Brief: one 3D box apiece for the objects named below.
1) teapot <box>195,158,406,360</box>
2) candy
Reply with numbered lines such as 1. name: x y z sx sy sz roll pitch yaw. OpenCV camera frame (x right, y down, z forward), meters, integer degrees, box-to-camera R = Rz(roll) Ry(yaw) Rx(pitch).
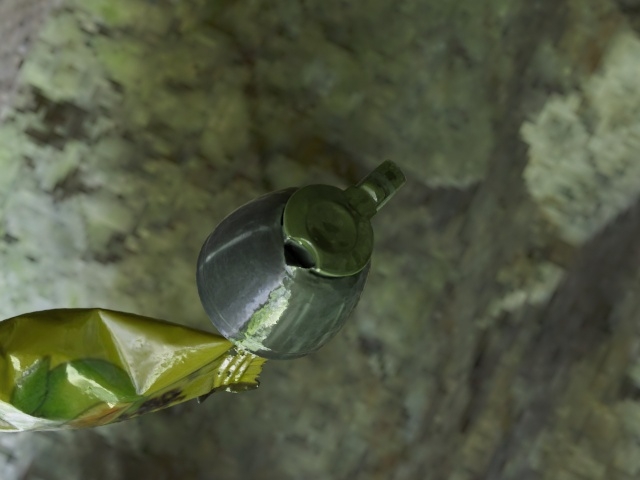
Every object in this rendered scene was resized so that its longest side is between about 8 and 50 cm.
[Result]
1. teapot: -0.008 -0.003 1.009 0.091 0.092 0.124 -42 -152 50
2. candy: -0.179 0.095 1.313 0.187 0.297 0.081 128 -44 -72
